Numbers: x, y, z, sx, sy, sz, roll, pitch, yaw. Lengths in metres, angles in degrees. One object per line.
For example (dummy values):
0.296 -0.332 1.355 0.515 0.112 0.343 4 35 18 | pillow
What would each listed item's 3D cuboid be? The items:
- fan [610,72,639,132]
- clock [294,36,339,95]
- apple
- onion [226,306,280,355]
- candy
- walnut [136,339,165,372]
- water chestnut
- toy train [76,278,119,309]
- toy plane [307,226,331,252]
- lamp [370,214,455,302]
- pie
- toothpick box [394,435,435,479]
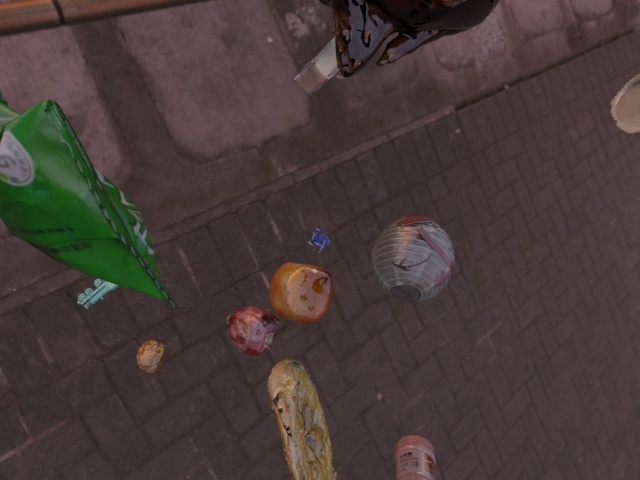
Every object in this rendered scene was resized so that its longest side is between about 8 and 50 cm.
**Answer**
0.713 -0.355 0.974 0.012 0.233 0.414 45 47 -26 | fan
0.031 -0.499 1.315 0.071 0.147 0.192 45 72 -14 | clock
-0.060 0.166 1.530 0.211 0.211 0.187 15 85 -31 | apple
-0.239 0.288 1.581 0.159 0.195 0.159 -41 141 -44 | onion
-0.186 -0.031 0.338 0.078 0.203 0.141 -51 136 -20 | candy
-0.492 0.335 1.395 0.079 0.083 0.096 58 15 -32 | walnut
0.089 -0.337 0.533 0.289 0.289 0.244 -8 81 -33 | water chestnut
-0.497 0.114 1.071 0.045 0.029 0.092 43 72 6 | toy train
0.000 0.000 1.321 0.062 0.167 0.054 28 99 -1 | toy plane
0.251 0.046 1.307 0.265 0.233 0.233 51 58 -48 | lamp
-0.026 0.330 0.809 0.055 0.274 0.274 -17 95 4 | pie
0.221 0.547 1.123 0.098 0.098 0.149 60 18 -13 | toothpick box
